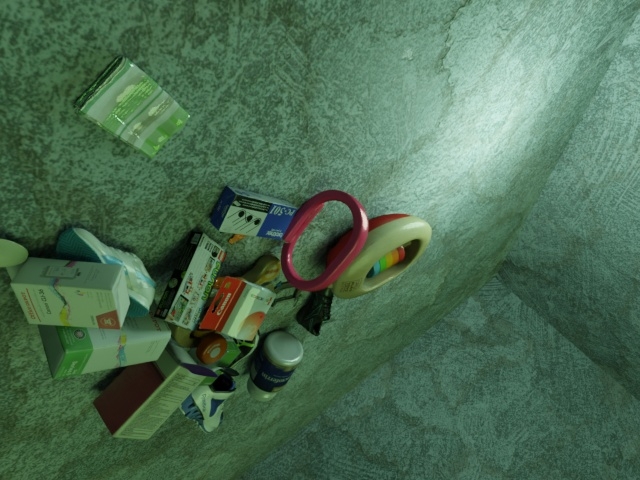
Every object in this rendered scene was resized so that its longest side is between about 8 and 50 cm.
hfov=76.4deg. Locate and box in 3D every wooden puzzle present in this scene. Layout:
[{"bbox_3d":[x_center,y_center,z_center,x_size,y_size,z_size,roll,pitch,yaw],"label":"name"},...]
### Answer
[{"bbox_3d":[-0.178,0.160,1.269,0.116,0.014,0.078,-17,145,-22],"label":"wooden puzzle"}]

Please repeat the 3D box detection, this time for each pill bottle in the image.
[{"bbox_3d":[-0.180,0.481,1.540,0.153,0.153,0.265,-8,135,-44],"label":"pill bottle"}]

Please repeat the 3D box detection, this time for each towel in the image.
[{"bbox_3d":[-0.298,-0.209,0.664,0.113,0.023,0.152,-44,150,4],"label":"towel"}]

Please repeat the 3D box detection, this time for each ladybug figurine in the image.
[{"bbox_3d":[0.184,0.038,1.391,0.449,0.162,0.305,-23,145,-31],"label":"ladybug figurine"}]

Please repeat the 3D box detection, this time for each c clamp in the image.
[{"bbox_3d":[-0.113,0.190,1.379,0.160,0.022,0.137,-1,129,-48],"label":"c clamp"}]

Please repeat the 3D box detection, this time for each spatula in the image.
[{"bbox_3d":[-0.292,0.368,1.147,0.296,0.084,0.030,57,38,-68],"label":"spatula"}]

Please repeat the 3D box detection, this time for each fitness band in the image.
[{"bbox_3d":[0.000,0.000,1.085,0.291,0.209,0.054,-51,147,14],"label":"fitness band"}]

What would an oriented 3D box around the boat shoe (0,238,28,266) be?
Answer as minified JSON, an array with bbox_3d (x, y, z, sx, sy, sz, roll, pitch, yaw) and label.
[{"bbox_3d":[-0.545,0.014,0.646,0.133,0.042,0.049,9,98,-54],"label":"boat shoe"}]

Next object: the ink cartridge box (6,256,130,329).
[{"bbox_3d":[-0.460,0.096,0.729,0.198,0.067,0.115,6,131,-9],"label":"ink cartridge box"}]

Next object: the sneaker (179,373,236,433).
[{"bbox_3d":[-0.374,0.561,1.443,0.182,0.127,0.315,-31,146,-14],"label":"sneaker"}]

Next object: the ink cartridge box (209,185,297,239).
[{"bbox_3d":[-0.155,-0.062,0.980,0.207,0.046,0.097,8,116,-53],"label":"ink cartridge box"}]

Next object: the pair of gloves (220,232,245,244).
[{"bbox_3d":[-0.207,-0.028,1.009,0.074,0.010,0.083,-37,148,-9],"label":"pair of gloves"}]

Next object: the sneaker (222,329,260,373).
[{"bbox_3d":[-0.292,0.360,1.326,0.235,0.084,0.097,-49,148,12],"label":"sneaker"}]

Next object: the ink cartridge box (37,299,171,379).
[{"bbox_3d":[-0.449,0.184,0.854,0.212,0.154,0.093,2,130,-51],"label":"ink cartridge box"}]

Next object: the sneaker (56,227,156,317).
[{"bbox_3d":[-0.417,0.055,0.804,0.087,0.092,0.229,-14,131,13],"label":"sneaker"}]

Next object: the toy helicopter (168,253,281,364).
[{"bbox_3d":[-0.249,0.141,1.098,0.355,0.140,0.235,-39,142,-27],"label":"toy helicopter"}]

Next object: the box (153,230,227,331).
[{"bbox_3d":[-0.291,0.095,0.932,0.114,0.036,0.207,55,49,-59],"label":"box"}]

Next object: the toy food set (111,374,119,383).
[{"bbox_3d":[-0.553,0.404,1.146,0.083,0.020,0.082,5,126,-52],"label":"toy food set"}]

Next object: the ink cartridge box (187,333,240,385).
[{"bbox_3d":[-0.351,0.370,1.246,0.209,0.109,0.062,-48,148,9],"label":"ink cartridge box"}]

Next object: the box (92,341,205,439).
[{"bbox_3d":[-0.461,0.405,1.113,0.232,0.127,0.148,-47,150,-12],"label":"box"}]

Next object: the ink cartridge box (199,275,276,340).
[{"bbox_3d":[-0.202,0.175,1.028,0.145,0.045,0.179,-62,151,-2],"label":"ink cartridge box"}]

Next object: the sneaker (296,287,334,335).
[{"bbox_3d":[0.011,0.238,1.502,0.101,0.106,0.267,-4,131,-45],"label":"sneaker"}]
